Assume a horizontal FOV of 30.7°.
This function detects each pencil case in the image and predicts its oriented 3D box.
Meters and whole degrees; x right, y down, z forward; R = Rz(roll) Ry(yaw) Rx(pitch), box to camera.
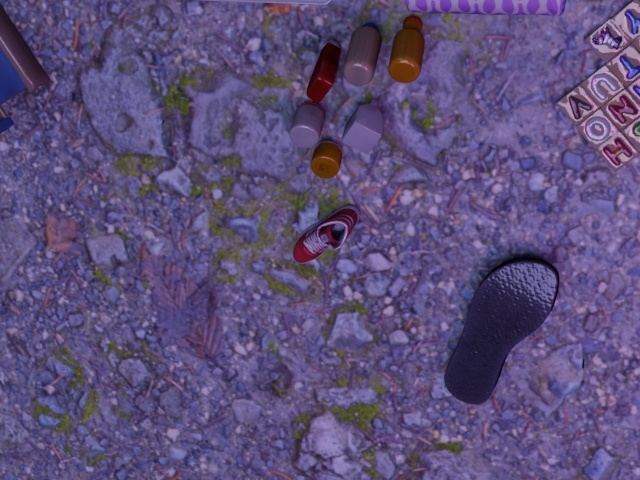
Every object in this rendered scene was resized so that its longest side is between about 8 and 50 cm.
[{"bbox_3d":[0.197,-0.315,1.398,0.206,0.086,0.088,5,85,11],"label":"pencil case"}]

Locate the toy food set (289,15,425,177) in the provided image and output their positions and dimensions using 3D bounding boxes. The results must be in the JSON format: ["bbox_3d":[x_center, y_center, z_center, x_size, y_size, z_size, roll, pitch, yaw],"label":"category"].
[{"bbox_3d":[0.040,-0.195,1.497,0.111,0.104,0.232,25,135,-11],"label":"toy food set"}]

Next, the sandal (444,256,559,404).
[{"bbox_3d":[0.240,0.114,1.584,0.097,0.054,0.254,33,126,8],"label":"sandal"}]

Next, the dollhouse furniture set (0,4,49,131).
[{"bbox_3d":[-0.552,-0.225,1.507,0.198,0.303,0.286,-27,103,22],"label":"dollhouse furniture set"}]

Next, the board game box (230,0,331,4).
[{"bbox_3d":[-0.162,-0.494,1.424,0.390,0.050,0.389,5,110,13],"label":"board game box"}]

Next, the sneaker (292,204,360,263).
[{"bbox_3d":[0.000,0.000,1.584,0.118,0.067,0.042,-40,97,25],"label":"sneaker"}]

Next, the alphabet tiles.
[{"bbox_3d":[0.418,-0.198,1.426,0.237,0.009,0.198,-39,98,24],"label":"alphabet tiles"}]
